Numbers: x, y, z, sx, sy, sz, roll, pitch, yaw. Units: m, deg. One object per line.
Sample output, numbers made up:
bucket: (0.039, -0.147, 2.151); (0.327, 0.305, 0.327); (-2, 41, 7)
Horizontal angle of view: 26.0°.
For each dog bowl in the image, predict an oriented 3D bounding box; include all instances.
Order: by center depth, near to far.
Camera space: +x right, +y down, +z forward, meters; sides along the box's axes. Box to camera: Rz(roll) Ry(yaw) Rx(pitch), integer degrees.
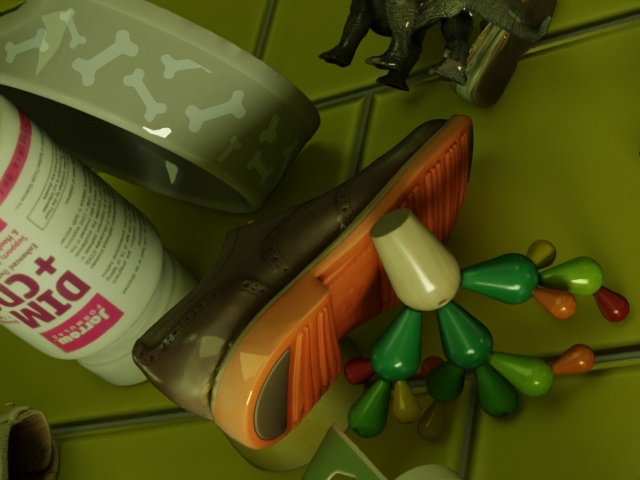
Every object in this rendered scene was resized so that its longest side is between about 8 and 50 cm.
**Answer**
dog bowl: (-0.178, -0.128, 1.272); (0.349, 0.349, 0.102); (13, 77, 46)

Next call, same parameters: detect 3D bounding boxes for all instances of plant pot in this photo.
plant pot: (-0.045, 0.109, 1.137); (0.134, 0.095, 0.134); (-23, 46, 26)

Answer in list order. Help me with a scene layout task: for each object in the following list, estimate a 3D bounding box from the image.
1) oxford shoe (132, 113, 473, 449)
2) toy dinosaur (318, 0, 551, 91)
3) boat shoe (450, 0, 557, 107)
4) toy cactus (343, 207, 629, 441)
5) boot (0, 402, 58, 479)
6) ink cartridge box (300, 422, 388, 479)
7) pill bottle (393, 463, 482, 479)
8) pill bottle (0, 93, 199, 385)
oxford shoe: (0.000, 0.000, 1.082); (0.133, 0.130, 0.364); (22, 46, 27)
toy dinosaur: (0.090, -0.219, 1.213); (0.313, 0.121, 0.160); (7, 81, 68)
boat shoe: (0.161, -0.182, 1.231); (0.045, 0.050, 0.135); (27, 77, 43)
toy cactus: (0.099, 0.050, 1.008); (0.219, 0.180, 0.112); (-28, 23, 14)
boot: (-0.348, 0.196, 1.335); (0.203, 0.095, 0.262); (-24, 34, 16)
ink cartridge box: (-0.009, 0.259, 0.945); (0.235, 0.056, 0.171); (-58, 19, 0)
pill bottle: (0.118, 0.232, 0.877); (0.117, 0.117, 0.215); (-49, 40, -2)
pill bottle: (-0.244, 0.008, 1.247); (0.160, 0.283, 0.160); (-23, 45, 26)
